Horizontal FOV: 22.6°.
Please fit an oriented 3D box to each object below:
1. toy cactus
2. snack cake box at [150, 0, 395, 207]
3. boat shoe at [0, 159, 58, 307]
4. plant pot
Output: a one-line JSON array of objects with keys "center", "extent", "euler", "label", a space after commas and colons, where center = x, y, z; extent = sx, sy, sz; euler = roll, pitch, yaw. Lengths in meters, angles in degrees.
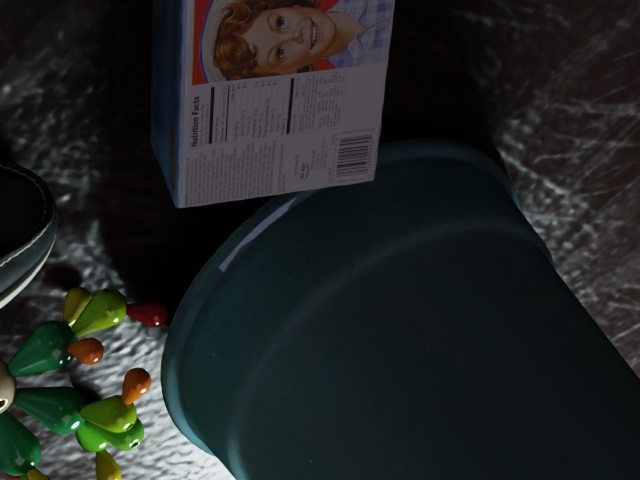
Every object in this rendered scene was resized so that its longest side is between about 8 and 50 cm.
[{"center": [-0.221, 0.116, 1.250], "extent": [0.181, 0.112, 0.219], "euler": [17, 124, -14], "label": "toy cactus"}, {"center": [-0.034, -0.157, 1.087], "extent": [0.152, 0.089, 0.264], "euler": [-8, 131, -16], "label": "snack cake box"}, {"center": [-0.292, -0.007, 1.009], "extent": [0.340, 0.127, 0.113], "euler": [-11, 153, -43], "label": "boat shoe"}, {"center": [0.103, 0.154, 1.211], "extent": [0.341, 0.334, 0.341], "euler": [-21, 138, -21], "label": "plant pot"}]
